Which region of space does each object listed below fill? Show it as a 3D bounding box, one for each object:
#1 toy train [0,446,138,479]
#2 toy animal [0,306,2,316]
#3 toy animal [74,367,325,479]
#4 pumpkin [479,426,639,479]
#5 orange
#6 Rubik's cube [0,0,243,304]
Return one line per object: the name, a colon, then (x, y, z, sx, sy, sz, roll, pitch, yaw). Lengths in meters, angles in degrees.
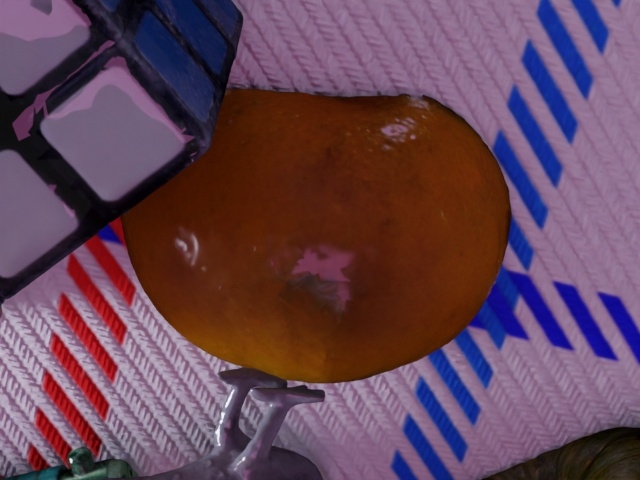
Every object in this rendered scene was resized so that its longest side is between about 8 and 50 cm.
toy train: (-0.292, 0.293, 1.532, 0.298, 0.120, 0.194, -14, 109, 8)
toy animal: (-0.354, 0.062, 1.374, 0.171, 0.198, 0.171, 0, 111, 0)
toy animal: (-0.075, 0.204, 1.461, 0.367, 0.081, 0.206, 17, 108, -34)
pumpkin: (0.254, 0.290, 1.499, 0.280, 0.139, 0.190, -26, 112, 15)
orange: (0.002, -0.002, 1.393, 0.310, 0.274, 0.274, -6, 120, -30)
Rubik's cube: (-0.268, -0.150, 1.215, 0.303, 0.305, 0.301, -35, 109, 15)
